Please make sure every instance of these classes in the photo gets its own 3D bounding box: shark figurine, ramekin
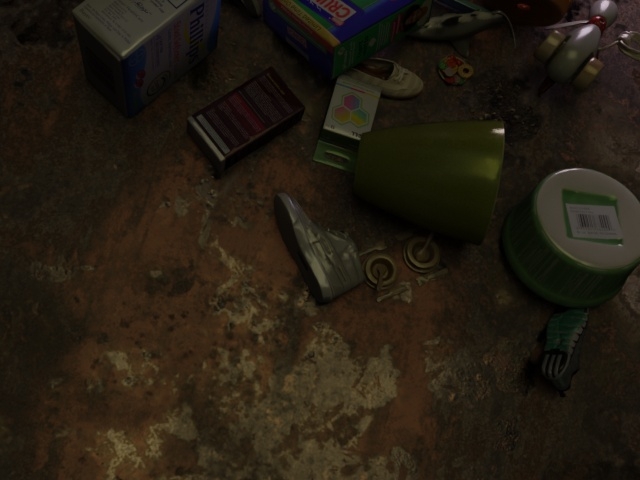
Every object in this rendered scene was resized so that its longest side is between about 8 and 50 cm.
[{"bbox_3d":[0.370,-0.507,1.854,0.166,0.278,0.116,-33,121,-47],"label":"shark figurine"},{"bbox_3d":[0.577,-0.016,1.687,0.303,0.148,0.303,4,60,-7],"label":"ramekin"}]

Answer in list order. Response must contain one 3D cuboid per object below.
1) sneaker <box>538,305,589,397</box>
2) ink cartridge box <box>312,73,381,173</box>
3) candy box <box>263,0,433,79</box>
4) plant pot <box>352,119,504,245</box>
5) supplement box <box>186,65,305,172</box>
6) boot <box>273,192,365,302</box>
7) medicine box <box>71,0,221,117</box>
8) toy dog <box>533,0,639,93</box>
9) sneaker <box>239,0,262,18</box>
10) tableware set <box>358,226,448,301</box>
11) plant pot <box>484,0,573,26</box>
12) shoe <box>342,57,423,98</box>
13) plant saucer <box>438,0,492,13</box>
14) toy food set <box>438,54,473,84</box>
[{"bbox_3d":[0.547,0.237,1.681,0.223,0.083,0.098,-54,127,-33],"label":"sneaker"},{"bbox_3d":[0.062,-0.272,1.753,0.109,0.062,0.209,18,70,-5],"label":"ink cartridge box"},{"bbox_3d":[0.063,-0.560,1.788,0.317,0.122,0.268,-36,65,-19],"label":"candy box"},{"bbox_3d":[0.224,-0.148,1.654,0.294,0.275,0.274,10,70,4],"label":"plant pot"},{"bbox_3d":[-0.168,-0.274,1.706,0.239,0.073,0.130,-35,82,-18],"label":"supplement box"},{"bbox_3d":[0.000,0.000,1.646,0.123,0.095,0.258,-23,86,-23],"label":"boot"},{"bbox_3d":[-0.364,-0.453,1.628,0.149,0.263,0.289,43,70,5],"label":"medicine box"},{"bbox_3d":[0.644,-0.473,1.905,0.334,0.161,0.220,-23,74,-32],"label":"toy dog"},{"bbox_3d":[-0.240,-0.601,1.811,0.118,0.083,0.222,-37,88,0],"label":"sneaker"},{"bbox_3d":[0.183,0.046,1.681,0.194,0.039,0.128,-22,77,-17],"label":"tableware set"},{"bbox_3d":[0.529,-0.667,1.873,0.291,0.291,0.203,19,86,-4],"label":"plant pot"},{"bbox_3d":[0.145,-0.394,1.811,0.219,0.058,0.076,12,70,-6],"label":"shoe"},{"bbox_3d":[0.367,-0.593,1.913,0.192,0.067,0.018,24,93,-1],"label":"plant saucer"},{"bbox_3d":[0.332,-0.423,1.875,0.082,0.020,0.083,-38,82,-19],"label":"toy food set"}]
